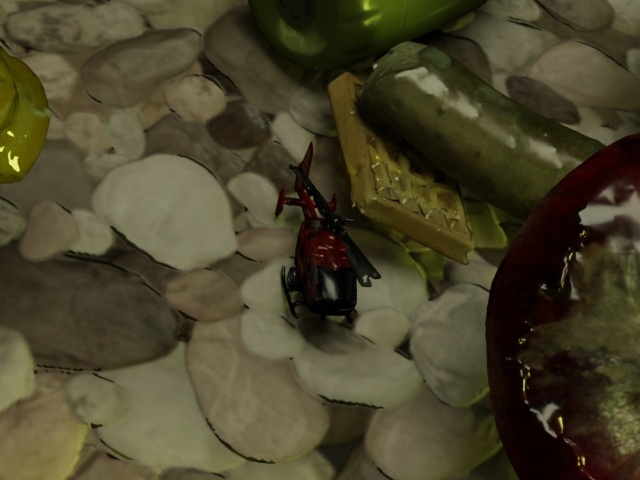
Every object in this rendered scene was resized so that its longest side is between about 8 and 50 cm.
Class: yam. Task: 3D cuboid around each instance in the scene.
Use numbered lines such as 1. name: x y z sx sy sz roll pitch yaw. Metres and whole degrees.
1. yam: 0.168 -0.027 1.019 0.317 0.067 0.071 31 21 -6

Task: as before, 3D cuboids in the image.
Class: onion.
1. onion: 0.217 0.059 0.913 0.272 0.272 0.195 11 5 -13

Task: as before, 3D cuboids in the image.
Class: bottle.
1. bottle: 0.072 -0.204 1.118 0.260 0.112 0.112 -28 66 -37

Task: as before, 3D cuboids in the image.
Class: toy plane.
1. toy plane: 0.000 0.000 0.957 0.037 0.060 0.145 5 35 -18

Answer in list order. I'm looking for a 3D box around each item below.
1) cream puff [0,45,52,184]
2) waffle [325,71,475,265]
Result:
1. cream puff: -0.231 -0.030 0.806 0.195 0.221 0.194 0 90 5
2. waffle: 0.050 -0.047 1.015 0.092 0.021 0.135 25 32 -26
